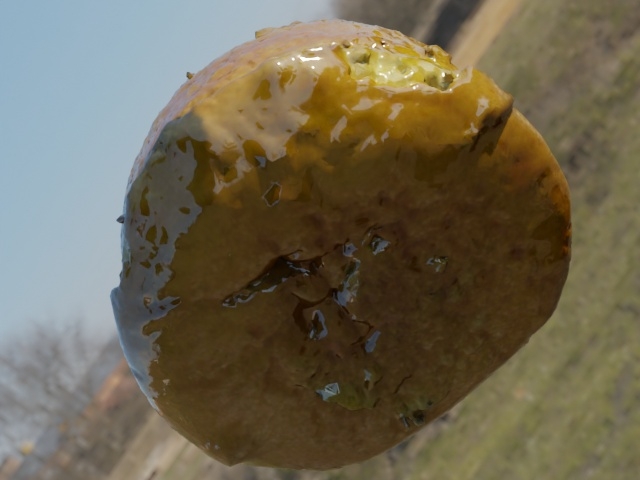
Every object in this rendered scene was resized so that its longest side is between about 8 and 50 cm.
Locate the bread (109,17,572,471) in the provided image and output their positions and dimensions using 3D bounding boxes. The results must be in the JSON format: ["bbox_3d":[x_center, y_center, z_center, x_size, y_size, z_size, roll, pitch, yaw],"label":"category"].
[{"bbox_3d":[0.000,0.000,0.958,0.268,0.268,0.145,-54,24,15],"label":"bread"}]
